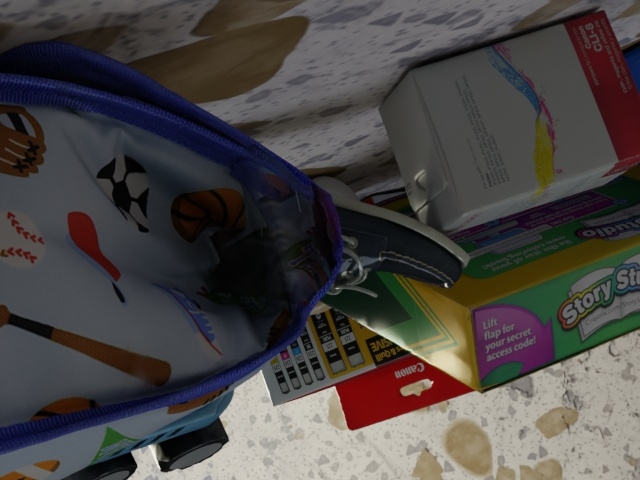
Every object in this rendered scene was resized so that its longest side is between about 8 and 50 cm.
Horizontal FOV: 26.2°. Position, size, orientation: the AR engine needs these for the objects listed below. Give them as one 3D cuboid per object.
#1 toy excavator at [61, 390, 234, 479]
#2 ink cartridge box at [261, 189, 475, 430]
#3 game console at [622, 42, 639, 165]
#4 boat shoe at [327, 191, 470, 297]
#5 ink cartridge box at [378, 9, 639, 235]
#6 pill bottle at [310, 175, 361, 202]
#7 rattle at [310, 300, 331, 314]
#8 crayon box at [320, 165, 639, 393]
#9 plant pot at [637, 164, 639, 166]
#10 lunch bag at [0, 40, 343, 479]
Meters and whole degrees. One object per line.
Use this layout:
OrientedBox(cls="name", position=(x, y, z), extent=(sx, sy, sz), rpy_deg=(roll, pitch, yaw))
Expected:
OrientedBox(cls="toy excavator", position=(-0.275, 0.153, 1.717), extent=(0.433, 0.222, 0.445), rpy_deg=(-14, 158, -32))
OrientedBox(cls="ink cartridge box", position=(0.053, 0.108, 1.809), extent=(0.130, 0.271, 0.309), rpy_deg=(-13, 170, -44))
OrientedBox(cls="game console", position=(0.436, -0.184, 1.388), extent=(0.293, 0.173, 0.250), rpy_deg=(-24, -168, 41))
OrientedBox(cls="boat shoe", position=(0.000, 0.000, 1.106), extent=(0.255, 0.079, 0.095), rpy_deg=(21, 164, -21))
OrientedBox(cls="ink cartridge box", position=(0.157, -0.091, 1.132), extent=(0.176, 0.127, 0.128), rpy_deg=(-19, 174, -13))
OrientedBox(cls="pill bottle", position=(-0.038, 0.002, 1.460), extent=(0.094, 0.094, 0.169), rpy_deg=(-13, 171, -46))
OrientedBox(cls="rattle", position=(-0.062, 0.018, 1.646), extent=(0.200, 0.130, 0.143), rpy_deg=(6, 169, 18))
OrientedBox(cls="crayon box", position=(0.223, 0.015, 1.489), extent=(0.363, 0.106, 0.313), rpy_deg=(-19, -156, -24))
OrientedBox(cls="plant pot", position=(0.354, -0.046, 1.798), extent=(0.187, 0.212, 0.212), rpy_deg=(-30, -178, -43))
OrientedBox(cls="lunch bag", position=(-0.223, 0.050, 0.752), extent=(0.386, 0.238, 0.328), rpy_deg=(-5, 164, -39))
